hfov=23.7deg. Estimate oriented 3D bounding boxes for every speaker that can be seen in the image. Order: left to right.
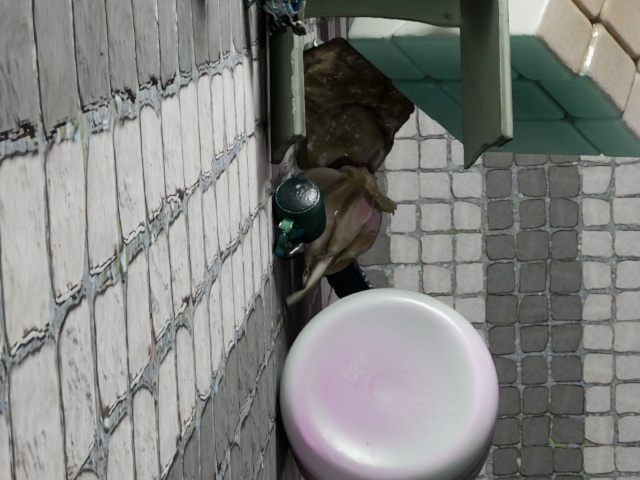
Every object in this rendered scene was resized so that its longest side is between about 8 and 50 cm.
[{"bbox_3d":[-0.025,-0.021,1.784,0.075,0.060,0.094,80,9,-57],"label":"speaker"}]

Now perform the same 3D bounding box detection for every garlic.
[{"bbox_3d":[0.000,0.000,1.906,0.194,0.127,0.131,-65,150,-11],"label":"garlic"}]

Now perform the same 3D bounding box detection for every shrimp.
[{"bbox_3d":[-0.057,-0.280,1.556,0.082,0.076,0.174,30,-41,45],"label":"shrimp"}]

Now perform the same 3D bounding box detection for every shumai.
[{"bbox_3d":[0.023,-0.179,2.137,0.185,0.184,0.218,-57,-165,9],"label":"shumai"}]

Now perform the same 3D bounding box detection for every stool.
[{"bbox_3d":[0.072,-0.226,1.715,0.170,0.243,0.270,140,-50,-76],"label":"stool"}]

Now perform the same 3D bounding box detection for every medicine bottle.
[{"bbox_3d":[0.086,0.220,1.868,0.325,0.256,0.256,78,11,-68],"label":"medicine bottle"}]

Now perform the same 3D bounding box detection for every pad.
[{"bbox_3d":[0.039,0.060,2.094,0.270,0.012,0.269,57,-10,22],"label":"pad"}]

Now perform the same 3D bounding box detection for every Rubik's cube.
[{"bbox_3d":[0.283,-0.317,2.005,0.316,0.322,0.319,36,69,-41],"label":"Rubik's cube"}]

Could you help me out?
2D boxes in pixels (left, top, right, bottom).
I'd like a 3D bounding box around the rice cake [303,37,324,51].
[{"bbox_3d":[-0.002,-0.235,2.346,0.245,0.042,0.045,80,21,-69],"label":"rice cake"}]
